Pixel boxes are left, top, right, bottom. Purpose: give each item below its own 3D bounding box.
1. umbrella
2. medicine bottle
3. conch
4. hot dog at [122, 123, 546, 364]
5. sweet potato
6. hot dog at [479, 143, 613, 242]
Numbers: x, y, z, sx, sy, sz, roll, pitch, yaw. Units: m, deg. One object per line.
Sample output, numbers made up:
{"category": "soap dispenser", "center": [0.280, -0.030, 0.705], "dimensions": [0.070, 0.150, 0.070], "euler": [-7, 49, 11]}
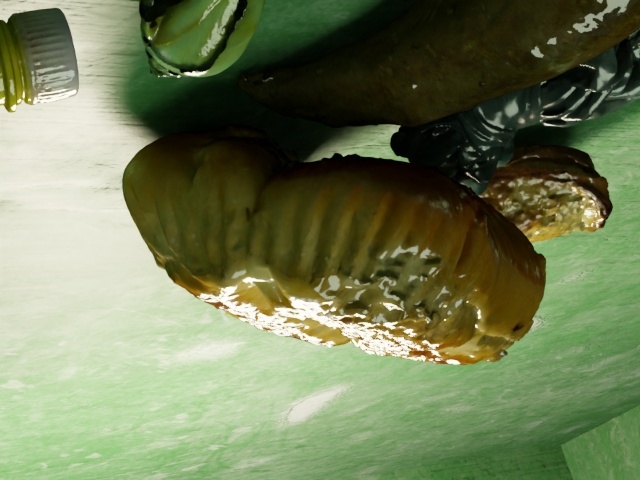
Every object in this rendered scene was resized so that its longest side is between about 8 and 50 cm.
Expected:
{"category": "umbrella", "center": [0.230, -0.149, 1.610], "dimensions": [0.349, 0.094, 0.143], "euler": [-28, 164, 22]}
{"category": "medicine bottle", "center": [-0.285, -0.116, 1.175], "dimensions": [0.213, 0.121, 0.122], "euler": [-13, 161, -16]}
{"category": "conch", "center": [-0.091, -0.182, 1.246], "dimensions": [0.095, 0.079, 0.200], "euler": [3, 138, -18]}
{"category": "hot dog", "center": [0.000, 0.000, 1.564], "dimensions": [0.367, 0.196, 0.365], "euler": [6, 175, 22]}
{"category": "sweet potato", "center": [0.126, -0.178, 1.401], "dimensions": [0.423, 0.130, 0.130], "euler": [-20, 163, 31]}
{"category": "hot dog", "center": [0.196, -0.038, 1.870], "dimensions": [0.259, 0.114, 0.175], "euler": [-15, 166, -2]}
